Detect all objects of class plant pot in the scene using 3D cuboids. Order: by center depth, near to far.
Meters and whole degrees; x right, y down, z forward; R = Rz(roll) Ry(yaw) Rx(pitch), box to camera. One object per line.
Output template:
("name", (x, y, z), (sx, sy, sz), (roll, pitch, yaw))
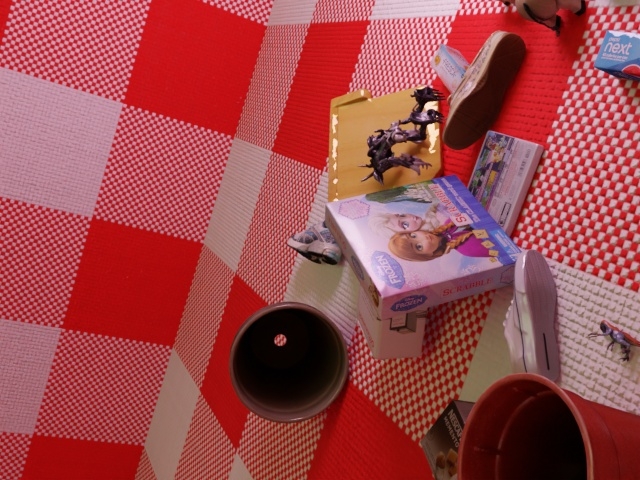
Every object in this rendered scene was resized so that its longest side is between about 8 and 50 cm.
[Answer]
("plant pot", (0.393, 0.352, 1.123), (0.272, 0.265, 0.272), (-40, 43, 51))
("plant pot", (-0.100, 0.314, 2.129), (0.280, 0.323, 0.323), (-145, 70, -80))

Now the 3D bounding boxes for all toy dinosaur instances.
("toy dinosaur", (0.503, 0.164, 1.277), (0.090, 0.047, 0.082), (-21, 42, 20))

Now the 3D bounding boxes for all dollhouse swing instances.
("dollhouse swing", (0.185, -0.204, 2.043), (0.315, 0.305, 0.347), (62, -154, -63))

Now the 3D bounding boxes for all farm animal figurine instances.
("farm animal figurine", (0.441, -0.577, 1.588), (0.330, 0.172, 0.327), (-45, 40, 47))

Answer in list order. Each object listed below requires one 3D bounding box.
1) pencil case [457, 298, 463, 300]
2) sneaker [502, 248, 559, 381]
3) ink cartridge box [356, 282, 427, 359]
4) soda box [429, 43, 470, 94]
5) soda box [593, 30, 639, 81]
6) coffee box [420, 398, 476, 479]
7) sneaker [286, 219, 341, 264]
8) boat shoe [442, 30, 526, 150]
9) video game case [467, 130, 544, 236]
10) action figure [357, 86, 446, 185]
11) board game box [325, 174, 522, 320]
("pencil case", (0.286, 0.015, 1.693), (0.104, 0.104, 0.236), (-56, 31, 35))
("sneaker", (0.386, 0.145, 1.431), (0.091, 0.094, 0.258), (-24, 57, 53))
("ink cartridge box", (0.167, 0.109, 1.750), (0.198, 0.114, 0.273), (-113, 24, -63))
("soda box", (0.333, -0.409, 1.850), (0.063, 0.058, 0.183), (-59, 31, 30))
("soda box", (0.577, -0.312, 1.309), (0.210, 0.067, 0.071), (41, 114, 62))
("coffee box", (0.300, 0.447, 1.447), (0.141, 0.098, 0.246), (-60, 31, 30))
("sneaker", (0.000, 0.000, 2.292), (0.122, 0.110, 0.283), (-61, 27, -10))
("boat shoe", (0.363, -0.339, 1.723), (0.285, 0.104, 0.089), (-59, 25, 13))
("video game case", (0.388, -0.127, 1.643), (0.183, 0.023, 0.201), (38, 112, 62))
("action figure", (0.201, -0.229, 1.804), (0.276, 0.141, 0.164), (-49, 34, 46))
("board game box", (0.210, 0.001, 1.576), (0.319, 0.318, 0.066), (-120, 22, -46))
